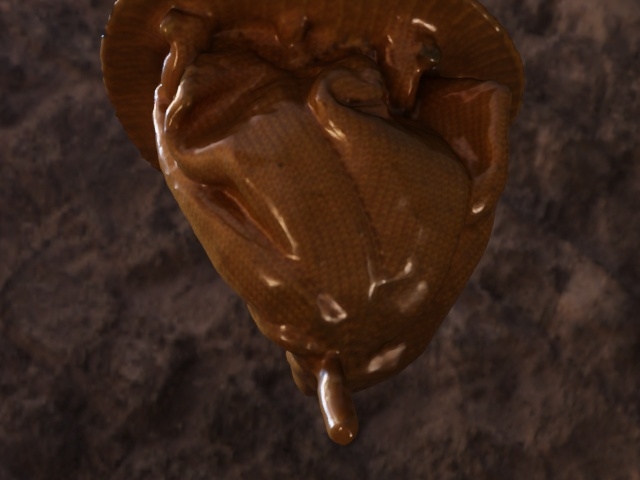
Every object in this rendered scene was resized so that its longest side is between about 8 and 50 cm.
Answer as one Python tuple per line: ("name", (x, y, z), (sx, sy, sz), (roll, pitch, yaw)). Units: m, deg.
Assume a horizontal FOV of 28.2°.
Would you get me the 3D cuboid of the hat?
("hat", (0.000, 0.000, 0.681), (0.233, 0.244, 0.233), (-22, -130, 22))
